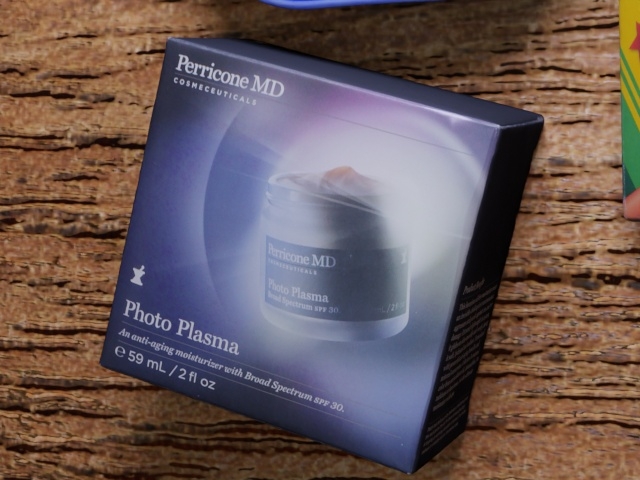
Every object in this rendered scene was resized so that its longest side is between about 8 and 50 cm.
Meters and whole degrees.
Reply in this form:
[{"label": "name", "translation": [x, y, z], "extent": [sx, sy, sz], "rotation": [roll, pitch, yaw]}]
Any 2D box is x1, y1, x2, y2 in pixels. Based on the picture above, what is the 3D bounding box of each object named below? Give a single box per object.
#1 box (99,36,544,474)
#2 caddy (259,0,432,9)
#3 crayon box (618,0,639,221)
[{"label": "box", "translation": [0.000, 0.000, 1.279], "extent": [0.296, 0.182, 0.294], "rotation": [16, 101, 18]}, {"label": "caddy", "translation": [0.049, -0.312, 1.223], "extent": [0.341, 0.179, 0.241], "rotation": [-1, 97, 20]}, {"label": "crayon box", "translation": [0.329, -0.171, 1.146], "extent": [0.202, 0.081, 0.319], "rotation": [3, 98, 49]}]
